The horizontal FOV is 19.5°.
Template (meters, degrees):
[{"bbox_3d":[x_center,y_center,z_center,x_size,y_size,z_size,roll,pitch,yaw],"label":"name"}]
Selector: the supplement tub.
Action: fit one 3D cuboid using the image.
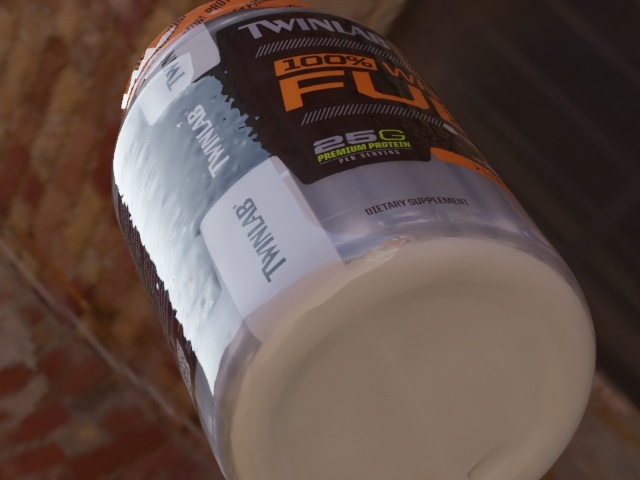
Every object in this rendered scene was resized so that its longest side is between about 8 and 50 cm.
[{"bbox_3d":[0.000,0.000,0.986,0.194,0.316,0.193,-10,-56,-15],"label":"supplement tub"}]
